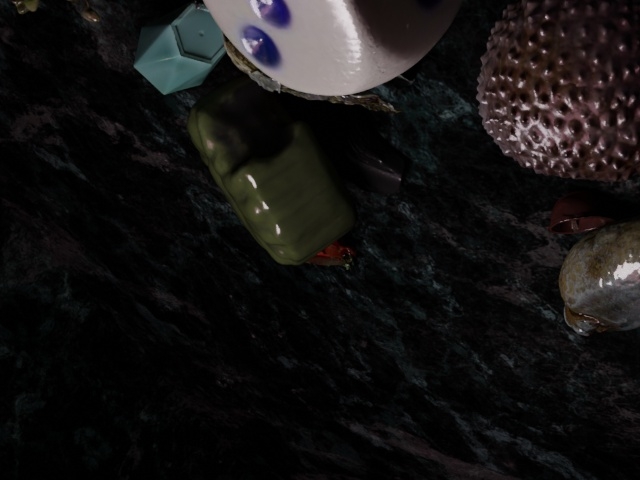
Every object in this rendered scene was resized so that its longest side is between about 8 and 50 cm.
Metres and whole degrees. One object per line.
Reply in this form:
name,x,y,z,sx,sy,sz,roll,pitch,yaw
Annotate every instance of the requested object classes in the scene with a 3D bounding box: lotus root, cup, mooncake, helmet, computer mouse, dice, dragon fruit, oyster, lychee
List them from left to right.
cup,-0.232,-0.347,1.975,0.134,0.148,0.236,10,174,-21
mooncake,-0.091,-0.123,2.030,0.351,0.187,0.351,51,174,8
oyster,-0.023,-0.293,1.810,0.351,0.158,0.162,26,160,5
dragon fruit,0.000,0.000,2.321,0.138,0.142,0.175,-8,102,22
dice,0.015,-0.394,1.462,0.277,0.304,0.304,12,143,40
computer mouse,0.047,-0.164,2.038,0.264,0.088,0.147,42,155,-15
helmet,0.416,-0.050,1.805,0.089,0.057,0.111,14,159,-42
lychee,0.330,-0.211,1.410,0.300,0.300,0.300,28,152,17
lotus root,0.492,0.042,1.751,0.175,0.175,0.349,40,151,-5

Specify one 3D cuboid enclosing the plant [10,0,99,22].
plant,-0.478,-0.570,2.029,0.251,0.180,0.333,-147,58,-66
